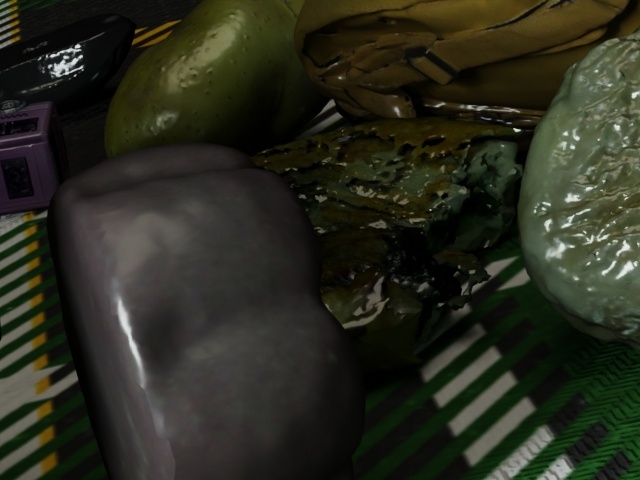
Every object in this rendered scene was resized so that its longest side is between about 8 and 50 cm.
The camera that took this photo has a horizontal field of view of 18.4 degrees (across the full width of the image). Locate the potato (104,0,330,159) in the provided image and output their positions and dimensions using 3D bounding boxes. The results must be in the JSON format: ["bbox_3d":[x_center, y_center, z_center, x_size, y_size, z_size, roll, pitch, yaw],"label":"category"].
[{"bbox_3d":[-0.083,-0.128,1.701,0.248,0.143,0.169,-44,-5,-32],"label":"potato"}]

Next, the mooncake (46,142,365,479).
[{"bbox_3d":[-0.069,0.064,1.082,0.133,0.245,0.245,-16,21,-20],"label":"mooncake"}]

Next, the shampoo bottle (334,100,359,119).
[{"bbox_3d":[0.171,-0.193,1.825,0.350,0.084,0.125,-21,20,-23],"label":"shampoo bottle"}]

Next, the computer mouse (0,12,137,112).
[{"bbox_3d":[-0.282,-0.164,2.000,0.217,0.073,0.122,-19,19,-2],"label":"computer mouse"}]

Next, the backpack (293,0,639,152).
[{"bbox_3d":[0.159,-0.195,1.538,0.378,0.353,0.201,-4,66,26],"label":"backpack"}]

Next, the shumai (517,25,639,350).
[{"bbox_3d":[0.257,-0.021,1.284,0.225,0.222,0.261,33,75,26],"label":"shumai"}]

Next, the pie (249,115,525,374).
[{"bbox_3d":[0.000,0.000,1.426,0.296,0.078,0.371,-6,22,18],"label":"pie"}]

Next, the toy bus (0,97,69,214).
[{"bbox_3d":[-0.316,-0.065,1.741,0.178,0.087,0.098,-9,27,1],"label":"toy bus"}]
